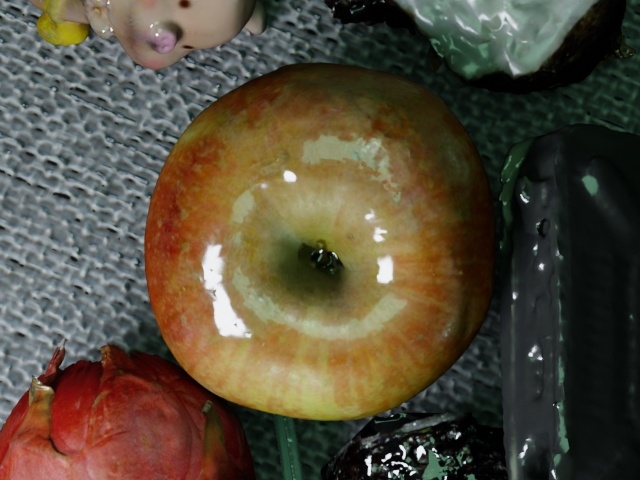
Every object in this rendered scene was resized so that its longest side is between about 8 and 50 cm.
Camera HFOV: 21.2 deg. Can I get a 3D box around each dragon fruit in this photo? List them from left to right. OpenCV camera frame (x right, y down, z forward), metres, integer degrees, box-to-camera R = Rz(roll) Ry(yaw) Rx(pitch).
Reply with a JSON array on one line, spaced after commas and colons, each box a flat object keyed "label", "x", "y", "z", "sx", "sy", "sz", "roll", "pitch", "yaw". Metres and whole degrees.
[{"label": "dragon fruit", "x": -0.160, "y": 0.215, "z": 1.401, "sx": 0.241, "sy": 0.241, "sz": 0.252, "roll": 14, "pitch": 74, "yaw": 2}]

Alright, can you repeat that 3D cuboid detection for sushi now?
[{"label": "sushi", "x": 0.103, "y": -0.261, "z": 1.447, "sx": 0.234, "sy": 0.207, "sz": 0.348, "roll": -39, "pitch": 81, "yaw": 10}, {"label": "sushi", "x": 0.112, "y": 0.240, "z": 1.430, "sx": 0.172, "sy": 0.153, "sz": 0.150, "roll": 2, "pitch": 65, "yaw": -19}]

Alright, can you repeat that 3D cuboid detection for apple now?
[{"label": "apple", "x": 0.000, "y": 0.000, "z": 1.390, "sx": 0.301, "sy": 0.301, "sz": 0.301, "roll": 0, "pitch": 86, "yaw": 1}]

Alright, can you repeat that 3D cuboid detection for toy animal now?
[{"label": "toy animal", "x": -0.173, "y": -0.235, "z": 1.469, "sx": 0.248, "sy": 0.165, "sz": 0.149, "roll": 17, "pitch": 67, "yaw": 8}]

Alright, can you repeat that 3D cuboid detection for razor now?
[{"label": "razor", "x": -0.024, "y": 0.191, "z": 1.450, "sx": 0.084, "sy": 0.036, "sz": 0.211, "roll": -4, "pitch": 51, "yaw": -9}]

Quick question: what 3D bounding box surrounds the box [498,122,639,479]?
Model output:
[{"label": "box", "x": 0.303, "y": 0.091, "z": 1.385, "sx": 0.350, "sy": 0.091, "sz": 0.359, "roll": 8, "pitch": 74, "yaw": -28}]
